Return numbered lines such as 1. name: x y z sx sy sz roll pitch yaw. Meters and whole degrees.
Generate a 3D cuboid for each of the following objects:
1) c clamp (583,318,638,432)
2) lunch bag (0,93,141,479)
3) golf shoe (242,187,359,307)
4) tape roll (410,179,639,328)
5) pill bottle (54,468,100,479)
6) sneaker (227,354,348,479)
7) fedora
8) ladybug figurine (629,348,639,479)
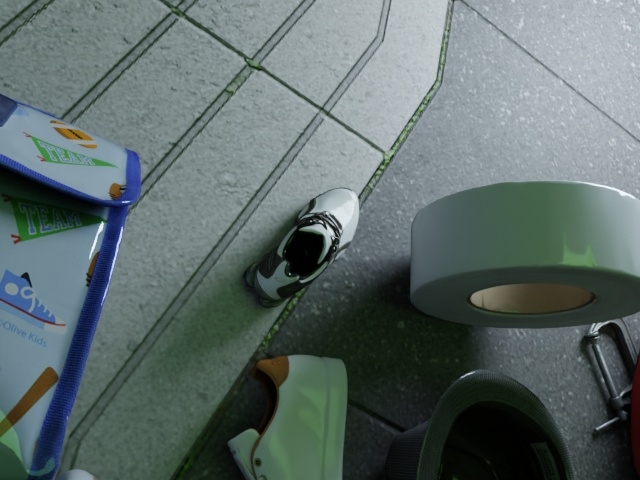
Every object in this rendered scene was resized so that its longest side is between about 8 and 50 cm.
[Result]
1. c clamp: 0.431 0.186 1.125 0.137 0.022 0.160 -9 79 -32
2. lunch bag: -0.339 0.004 0.623 0.328 0.239 0.385 24 48 -21
3. golf shoe: 0.000 0.000 0.895 0.077 0.094 0.198 45 56 -9
4. tape roll: 0.250 0.027 0.917 0.286 0.286 0.100 13 67 -26
5. pill bottle: -0.153 0.332 0.661 0.265 0.153 0.153 40 59 -13
6. sneaker: -0.041 0.262 0.793 0.123 0.106 0.290 8 64 -14
7. fedora: 0.171 0.280 0.882 0.276 0.124 0.243 28 64 -29
8. ladybug figurine: 0.559 0.239 1.090 0.305 0.162 0.449 37 59 -23
